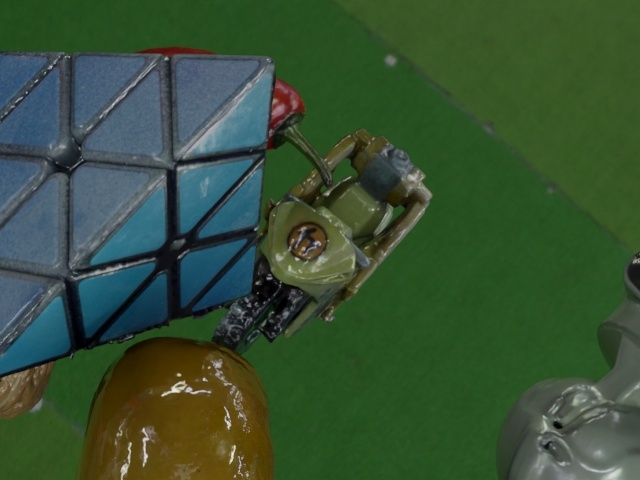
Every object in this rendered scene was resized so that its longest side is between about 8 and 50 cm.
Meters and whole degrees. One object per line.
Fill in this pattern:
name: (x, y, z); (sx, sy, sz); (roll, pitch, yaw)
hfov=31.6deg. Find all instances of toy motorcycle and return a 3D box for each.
toy motorcycle: (0.000, 0.000, 1.506); (0.169, 0.237, 0.410); (42, 39, 2)

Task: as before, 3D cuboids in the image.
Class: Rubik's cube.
Rubik's cube: (-0.158, -0.030, 0.891); (0.228, 0.229, 0.233); (-3, 102, -10)

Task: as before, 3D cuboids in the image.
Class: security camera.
security camera: (0.282, 0.169, 1.029); (0.277, 0.191, 0.197); (-38, 50, -11)

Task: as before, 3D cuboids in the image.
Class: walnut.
walnut: (-0.427, 0.145, 1.514); (0.155, 0.155, 0.184); (16, 80, -12)

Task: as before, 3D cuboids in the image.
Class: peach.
peach: (-0.114, 0.192, 0.852); (0.153, 0.251, 0.251); (3, 63, -7)

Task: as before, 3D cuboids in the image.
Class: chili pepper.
chili pepper: (-0.153, -0.149, 1.274); (0.369, 0.092, 0.137); (8, 96, 15)
